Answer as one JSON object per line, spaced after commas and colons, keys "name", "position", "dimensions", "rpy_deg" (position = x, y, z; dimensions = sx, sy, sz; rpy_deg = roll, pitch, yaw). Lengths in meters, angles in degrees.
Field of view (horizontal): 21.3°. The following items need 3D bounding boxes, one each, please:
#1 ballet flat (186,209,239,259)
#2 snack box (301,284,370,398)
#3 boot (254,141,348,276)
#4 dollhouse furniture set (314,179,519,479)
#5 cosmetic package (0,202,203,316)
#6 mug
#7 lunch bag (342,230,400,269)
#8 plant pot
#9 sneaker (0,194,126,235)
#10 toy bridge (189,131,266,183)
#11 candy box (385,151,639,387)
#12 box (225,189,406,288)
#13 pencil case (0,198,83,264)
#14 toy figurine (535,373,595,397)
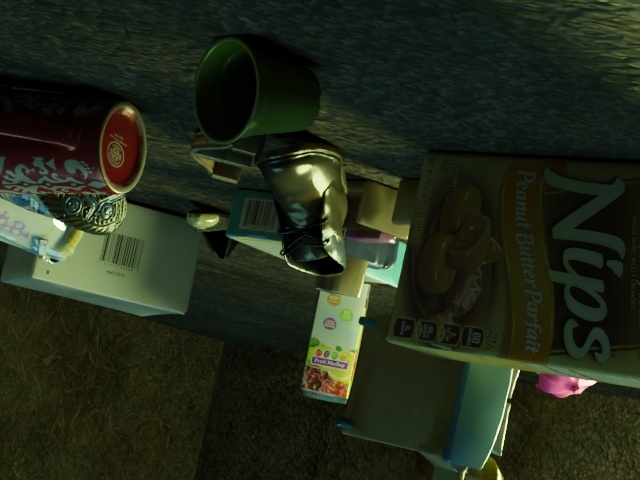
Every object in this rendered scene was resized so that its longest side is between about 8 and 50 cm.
{"name": "ballet flat", "position": [-0.139, -0.011, 2.264], "dimensions": [0.057, 0.049, 0.173], "rpy_deg": [9, 172, 14]}
{"name": "snack box", "position": [0.024, 0.110, 2.291], "dimensions": [0.070, 0.207, 0.174], "rpy_deg": [12, 171, 2]}
{"name": "boot", "position": [-0.009, -0.030, 1.669], "dimensions": [0.082, 0.106, 0.219], "rpy_deg": [-11, 169, 12]}
{"name": "dollhouse furniture set", "position": [0.135, 0.107, 1.757], "dimensions": [0.198, 0.303, 0.286], "rpy_deg": [19, 170, -36]}
{"name": "cosmetic package", "position": [-0.311, 0.017, 2.405], "dimensions": [0.224, 0.138, 0.224], "rpy_deg": [15, 170, -20]}
{"name": "mug", "position": [-0.273, -0.089, 1.657], "dimensions": [0.169, 0.113, 0.150], "rpy_deg": [5, -160, 23]}
{"name": "lunch bag", "position": [0.043, -0.003, 1.973], "dimensions": [0.098, 0.067, 0.065], "rpy_deg": [17, 171, -37]}
{"name": "plant pot", "position": [-0.044, -0.114, 1.333], "dimensions": [0.079, 0.083, 0.083], "rpy_deg": [2, -179, -41]}
{"name": "sneaker", "position": [-0.301, -0.070, 1.825], "dimensions": [0.211, 0.080, 0.081], "rpy_deg": [29, 171, -30]}
{"name": "toy bridge", "position": [-0.099, -0.091, 1.724], "dimensions": [0.063, 0.026, 0.188], "rpy_deg": [15, 171, -8]}
{"name": "candy box", "position": [0.220, 0.026, 1.485], "dimensions": [0.316, 0.183, 0.087], "rpy_deg": [6, 171, 41]}
{"name": "box", "position": [0.000, 0.000, 2.085], "dimensions": [0.100, 0.060, 0.244], "rpy_deg": [7, 170, 36]}
{"name": "pencil case", "position": [-0.417, -0.058, 2.096], "dimensions": [0.273, 0.124, 0.113], "rpy_deg": [19, 170, -36]}
{"name": "toy figurine", "position": [0.289, 0.108, 2.044], "dimensions": [0.130, 0.159, 0.173], "rpy_deg": [16, 172, -27]}
